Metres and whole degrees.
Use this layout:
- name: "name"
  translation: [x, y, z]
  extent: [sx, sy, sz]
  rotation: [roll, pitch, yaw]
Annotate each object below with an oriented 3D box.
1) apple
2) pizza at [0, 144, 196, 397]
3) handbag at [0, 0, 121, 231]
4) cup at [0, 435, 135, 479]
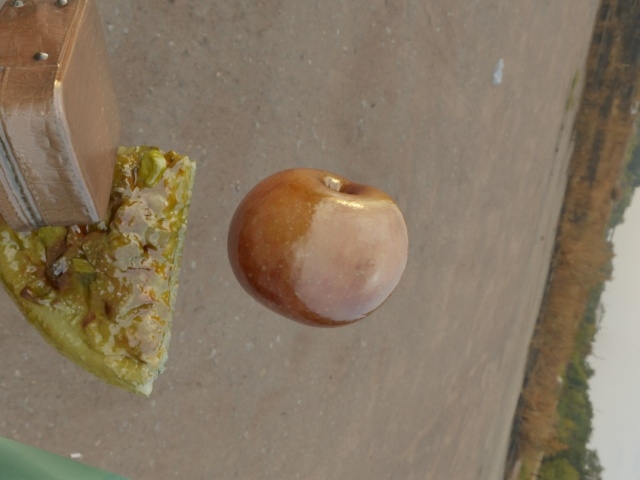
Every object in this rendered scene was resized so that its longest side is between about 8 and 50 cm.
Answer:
- name: "apple"
  translation: [0.000, 0.000, 0.661]
  extent: [0.201, 0.201, 0.162]
  rotation: [-16, 138, -62]
- name: "pizza"
  translation: [-0.276, 0.016, 0.638]
  extent: [0.087, 0.258, 0.268]
  rotation: [-5, 102, -73]
- name: "handbag"
  translation: [-0.214, -0.103, 0.478]
  extent: [0.151, 0.072, 0.193]
  rotation: [91, -11, -45]
- name: "cup"
  translation: [-0.320, 0.318, 0.701]
  extent: [0.148, 0.236, 0.134]
  rotation: [9, 94, -61]
